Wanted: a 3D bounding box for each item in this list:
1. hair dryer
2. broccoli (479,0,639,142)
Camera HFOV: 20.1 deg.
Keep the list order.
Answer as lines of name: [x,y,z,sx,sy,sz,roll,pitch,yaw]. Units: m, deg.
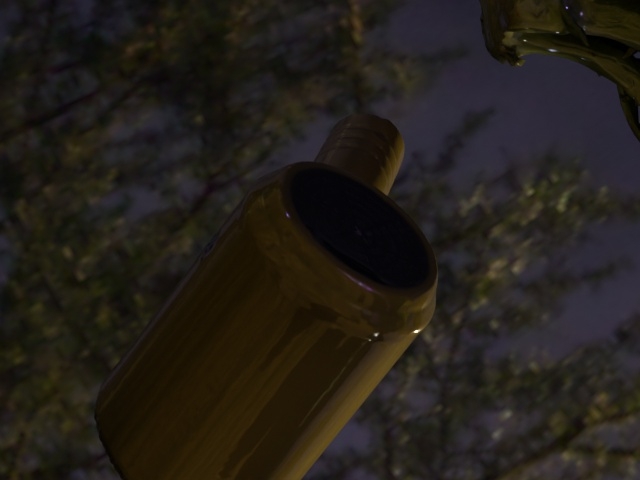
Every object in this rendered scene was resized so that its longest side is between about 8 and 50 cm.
hair dryer: [0.000,0.000,0.801,0.090,0.279,0.135,34,-61,-4]
broccoli: [0.247,-0.208,1.228,0.321,0.283,0.304,96,-19,-56]
